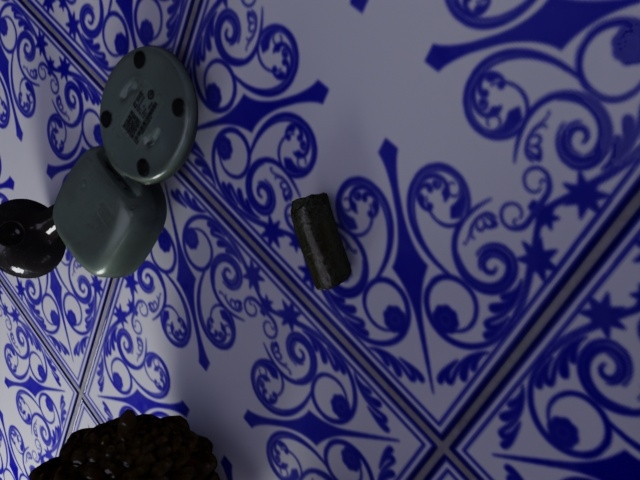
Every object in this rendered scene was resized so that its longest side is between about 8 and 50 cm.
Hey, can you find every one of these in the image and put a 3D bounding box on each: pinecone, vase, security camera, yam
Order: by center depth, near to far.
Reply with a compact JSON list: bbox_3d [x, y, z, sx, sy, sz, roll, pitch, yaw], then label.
[{"bbox_3d":[0.000,0.000,0.733,0.043,0.043,0.094,-19,90,45],"label":"yam"},{"bbox_3d":[-0.224,-0.091,0.901,0.157,0.080,0.301,49,120,25],"label":"security camera"},{"bbox_3d":[-0.232,0.344,0.930,0.244,0.244,0.309,10,119,42],"label":"pinecone"},{"bbox_3d":[-0.395,-0.021,1.067,0.183,0.120,0.120,-27,83,26],"label":"vase"}]
